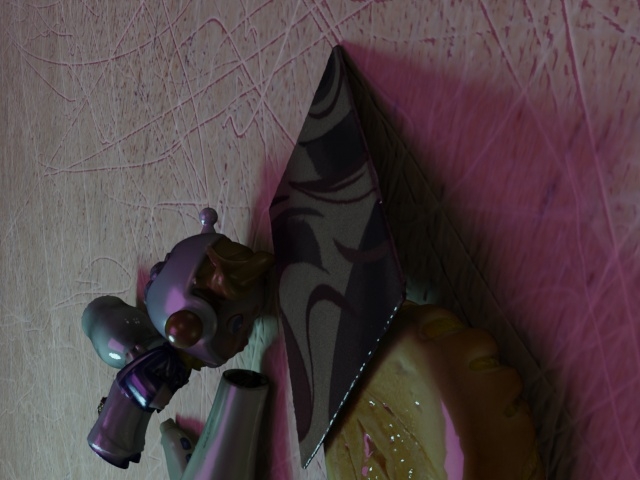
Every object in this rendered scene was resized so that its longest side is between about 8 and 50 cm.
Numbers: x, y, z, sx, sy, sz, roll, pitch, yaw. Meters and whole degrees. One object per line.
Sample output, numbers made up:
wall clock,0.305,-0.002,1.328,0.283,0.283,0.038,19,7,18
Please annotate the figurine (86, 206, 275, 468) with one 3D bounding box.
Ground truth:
figurine,-0.155,0.113,0.904,0.133,0.194,0.274,34,110,13

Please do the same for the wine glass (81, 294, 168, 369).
wine glass,-0.279,0.145,1.192,0.202,0.093,0.093,24,114,51

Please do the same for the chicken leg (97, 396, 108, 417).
chicken leg,-0.374,0.311,1.429,0.036,0.021,0.083,13,106,47

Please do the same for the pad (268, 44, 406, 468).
pad,0.000,0.000,0.716,0.330,0.004,0.220,-101,28,-47

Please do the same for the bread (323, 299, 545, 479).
bread,0.081,0.142,0.614,0.213,0.105,0.213,6,97,63

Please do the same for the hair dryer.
hair dryer,-0.139,0.251,1.003,0.296,0.119,0.298,-64,31,30
